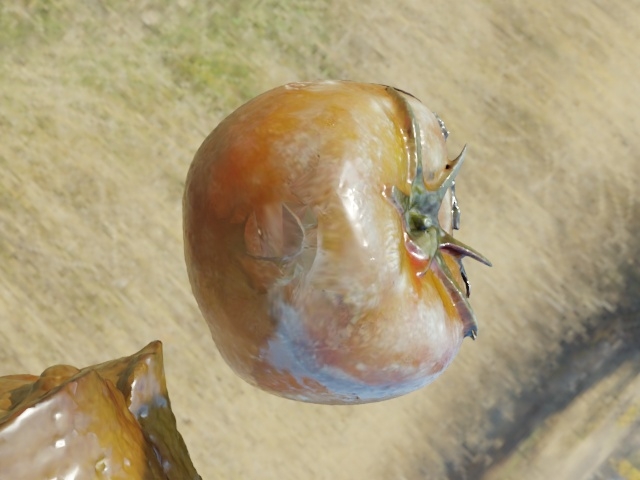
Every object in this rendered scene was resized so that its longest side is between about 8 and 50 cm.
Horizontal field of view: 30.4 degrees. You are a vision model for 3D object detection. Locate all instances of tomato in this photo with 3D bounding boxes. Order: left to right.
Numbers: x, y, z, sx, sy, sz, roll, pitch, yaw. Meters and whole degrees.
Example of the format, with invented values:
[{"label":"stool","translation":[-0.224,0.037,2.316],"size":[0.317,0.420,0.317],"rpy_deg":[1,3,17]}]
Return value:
[{"label":"tomato","translation":[0.000,0.000,0.727],"size":[0.180,0.214,0.155],"rpy_deg":[-13,176,18]}]

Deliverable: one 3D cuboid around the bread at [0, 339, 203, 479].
[{"label":"bread","translation":[-0.148,0.139,0.410],"size":[0.246,0.135,0.232],"rpy_deg":[-36,175,4]}]
